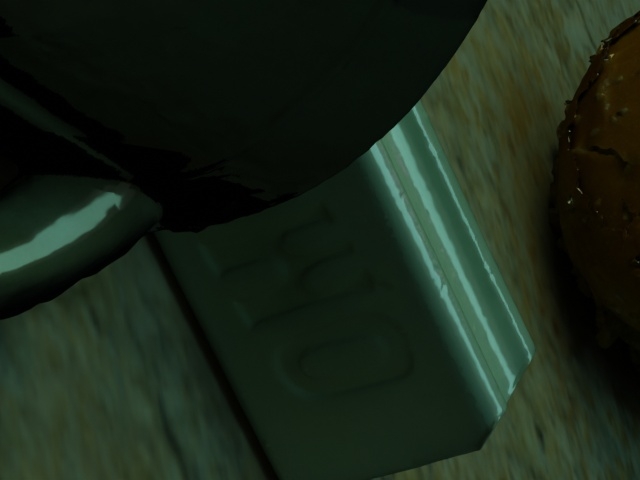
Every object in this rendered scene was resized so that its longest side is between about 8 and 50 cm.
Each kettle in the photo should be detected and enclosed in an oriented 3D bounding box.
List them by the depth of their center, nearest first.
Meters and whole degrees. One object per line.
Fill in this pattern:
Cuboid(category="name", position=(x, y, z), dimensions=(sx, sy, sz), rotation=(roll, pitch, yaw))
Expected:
Cuboid(category="kettle", position=(-0.133, -0.130, 0.610), dimensions=(0.324, 0.228, 0.321), rotation=(31, 80, -40))

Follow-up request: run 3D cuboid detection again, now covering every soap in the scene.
Cuboid(category="soap", position=(0.000, 0.000, 0.800), dimensions=(0.066, 0.119, 0.198), rotation=(-42, 109, -55))

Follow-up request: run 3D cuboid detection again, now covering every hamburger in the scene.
Cuboid(category="hamburger", position=(0.256, -0.017, 1.128), dimensions=(0.245, 0.260, 0.211), rotation=(-50, 147, -7))
